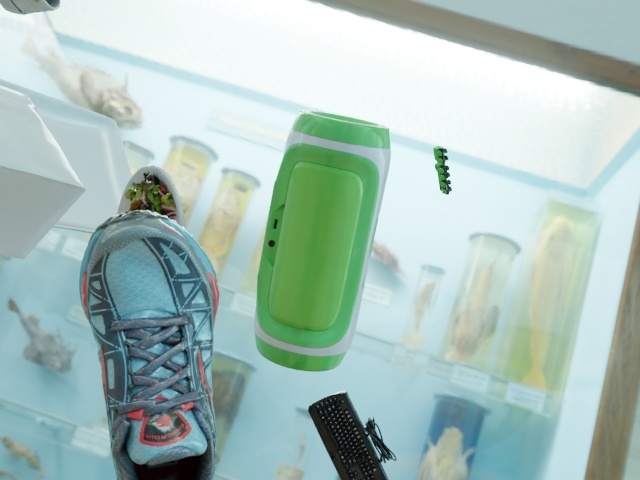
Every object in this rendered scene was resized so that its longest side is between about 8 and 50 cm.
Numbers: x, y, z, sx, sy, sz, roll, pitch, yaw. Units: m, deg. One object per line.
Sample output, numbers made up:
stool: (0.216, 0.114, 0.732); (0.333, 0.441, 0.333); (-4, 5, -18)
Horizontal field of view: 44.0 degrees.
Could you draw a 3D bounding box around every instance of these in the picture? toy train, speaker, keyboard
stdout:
toy train: (0.190, -0.110, 1.239); (0.024, 0.017, 0.083); (32, -38, 51)
speaker: (0.000, 0.000, 0.951); (0.131, 0.296, 0.131); (11, 12, -2)
keyboard: (0.061, 0.339, 1.317); (0.192, 0.100, 0.038); (64, -7, -11)

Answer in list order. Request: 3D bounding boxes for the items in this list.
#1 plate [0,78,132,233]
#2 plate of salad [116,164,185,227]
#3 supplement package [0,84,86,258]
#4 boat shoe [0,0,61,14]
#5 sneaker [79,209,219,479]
plate: (-0.428, -0.120, 1.335); (0.045, 0.277, 0.278); (-32, -24, 25)
plate of salad: (-0.221, 0.006, 0.972); (0.048, 0.199, 0.200); (2, -6, -37)
supplement package: (-0.462, -0.105, 1.044); (0.203, 0.149, 0.194); (52, 17, 24)
boat shoe: (-0.368, -0.367, 0.921); (0.076, 0.083, 0.226); (7, -34, 19)
sneaker: (-0.112, 0.107, 0.587); (0.104, 0.261, 0.125); (-11, 24, -15)
